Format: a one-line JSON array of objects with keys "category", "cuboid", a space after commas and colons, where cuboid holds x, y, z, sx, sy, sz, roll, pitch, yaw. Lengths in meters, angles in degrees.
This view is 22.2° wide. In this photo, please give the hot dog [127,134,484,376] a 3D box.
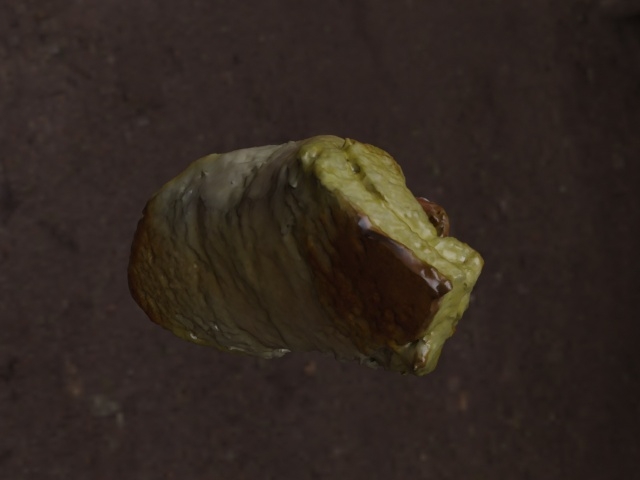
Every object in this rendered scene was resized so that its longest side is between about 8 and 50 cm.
[{"category": "hot dog", "cuboid": [0.001, 0.000, 0.513, 0.061, 0.169, 0.078, -30, 109, -33]}]
